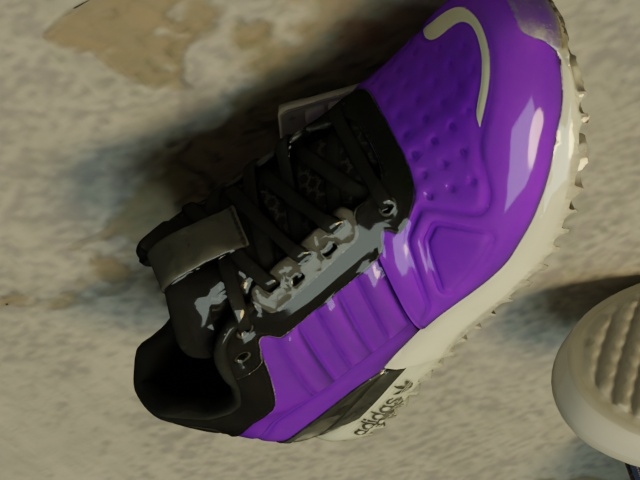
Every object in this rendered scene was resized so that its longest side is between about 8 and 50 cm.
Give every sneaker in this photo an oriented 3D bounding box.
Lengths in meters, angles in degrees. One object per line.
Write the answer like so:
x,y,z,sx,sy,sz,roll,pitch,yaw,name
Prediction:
0.278,0.116,1.081,0.366,0.135,0.150,5,137,-25,sneaker
0.000,0.001,0.813,0.146,0.102,0.293,2,140,-29,sneaker

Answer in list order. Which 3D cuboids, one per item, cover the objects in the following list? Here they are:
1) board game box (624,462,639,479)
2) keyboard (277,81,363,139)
0.250,0.226,1.196,0.042,0.165,0.243,-20,145,7,board game box
0.020,0.005,0.929,0.072,0.014,0.256,-12,145,-5,keyboard
